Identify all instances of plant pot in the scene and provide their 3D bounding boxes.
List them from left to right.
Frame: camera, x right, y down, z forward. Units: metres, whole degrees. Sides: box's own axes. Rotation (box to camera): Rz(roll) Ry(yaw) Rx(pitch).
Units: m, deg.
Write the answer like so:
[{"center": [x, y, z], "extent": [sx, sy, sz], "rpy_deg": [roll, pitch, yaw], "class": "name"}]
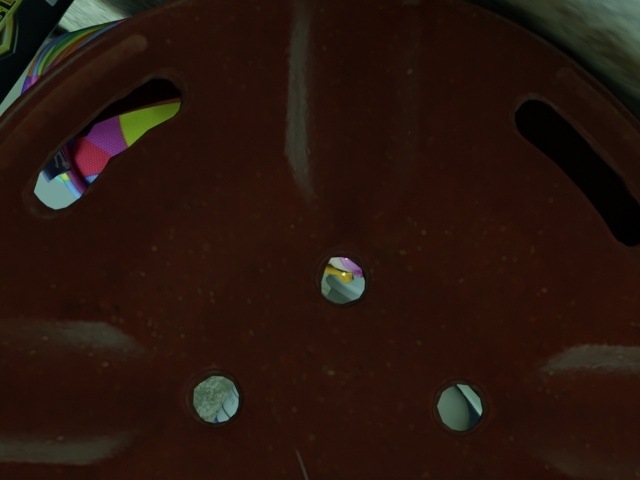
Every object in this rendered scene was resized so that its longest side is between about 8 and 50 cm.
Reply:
[{"center": [-0.016, 0.054, 0.468], "extent": [0.272, 0.272, 0.265], "rpy_deg": [34, 169, -4], "class": "plant pot"}]

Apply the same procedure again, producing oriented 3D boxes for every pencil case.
[{"center": [-0.092, -0.057, 0.735], "extent": [0.104, 0.104, 0.236], "rpy_deg": [35, 179, -15], "class": "pencil case"}]

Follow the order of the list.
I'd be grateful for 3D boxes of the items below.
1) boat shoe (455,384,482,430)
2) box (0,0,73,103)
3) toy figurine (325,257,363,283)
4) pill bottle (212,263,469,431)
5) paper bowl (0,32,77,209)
[{"center": [0.124, 0.242, 1.240], "extent": [0.500, 0.156, 0.187], "rpy_deg": [63, 174, -3], "class": "boat shoe"}, {"center": [-0.184, -0.091, 0.550], "extent": [0.220, 0.175, 0.051], "rpy_deg": [32, 175, 43], "class": "box"}, {"center": [0.000, 0.000, 0.895], "extent": [0.159, 0.130, 0.173], "rpy_deg": [15, 141, 35], "class": "toy figurine"}, {"center": [0.005, 0.139, 1.019], "extent": [0.152, 0.272, 0.152], "rpy_deg": [29, -178, -1], "class": "pill bottle"}, {"center": [-0.254, -0.026, 1.187], "extent": [0.148, 0.284, 0.284], "rpy_deg": [31, 175, 37], "class": "paper bowl"}]
